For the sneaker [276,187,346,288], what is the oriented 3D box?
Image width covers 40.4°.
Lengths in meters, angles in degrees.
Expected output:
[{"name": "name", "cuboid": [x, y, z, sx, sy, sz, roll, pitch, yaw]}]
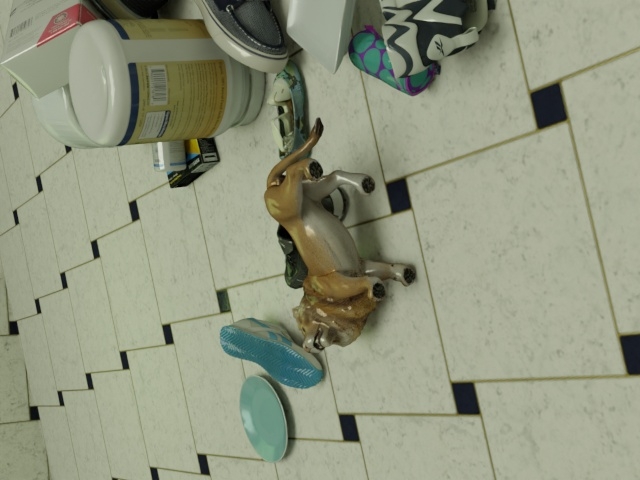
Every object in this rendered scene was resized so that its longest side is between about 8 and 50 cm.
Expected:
[{"name": "sneaker", "cuboid": [-0.041, 0.000, 1.552, 0.078, 0.106, 0.234, 55, 138, 32]}]

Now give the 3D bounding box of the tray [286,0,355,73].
[{"name": "tray", "cuboid": [0.001, -0.375, 1.408, 0.270, 0.030, 0.145, -125, 38, -57]}]

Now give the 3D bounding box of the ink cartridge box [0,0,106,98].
[{"name": "ink cartridge box", "cuboid": [-0.546, -0.467, 1.842, 0.207, 0.117, 0.283, -23, 49, 18]}]

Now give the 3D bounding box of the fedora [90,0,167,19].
[{"name": "fedora", "cuboid": [-0.401, -0.598, 1.827, 0.152, 0.334, 0.334, -25, 75, 20]}]

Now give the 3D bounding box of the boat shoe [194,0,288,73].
[{"name": "boat shoe", "cuboid": [-0.142, -0.456, 1.562, 0.340, 0.127, 0.158, 54, 133, 31]}]

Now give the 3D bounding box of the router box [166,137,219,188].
[{"name": "router box", "cuboid": [-0.293, -0.204, 1.910, 0.179, 0.046, 0.133, -26, 76, 54]}]

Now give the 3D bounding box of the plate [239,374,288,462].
[{"name": "plate", "cuboid": [-0.113, 0.371, 1.823, 0.188, 0.024, 0.188, 19, 114, 52]}]

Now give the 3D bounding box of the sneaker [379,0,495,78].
[{"name": "sneaker", "cuboid": [0.163, -0.323, 1.211, 0.235, 0.153, 0.094, -87, -20, -53]}]

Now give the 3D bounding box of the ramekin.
[{"name": "ramekin", "cuboid": [-0.504, -0.341, 1.988, 0.135, 0.277, 0.277, 14, 110, 44]}]

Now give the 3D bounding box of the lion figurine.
[{"name": "lion figurine", "cuboid": [0.000, 0.000, 1.416, 0.240, 0.142, 0.392, -4, 111, 50]}]

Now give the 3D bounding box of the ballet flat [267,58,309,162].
[{"name": "ballet flat", "cuboid": [-0.062, -0.231, 1.561, 0.070, 0.070, 0.189, -10, 90, 55]}]

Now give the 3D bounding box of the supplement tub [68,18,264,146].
[{"name": "supplement tub", "cuboid": [-0.287, -0.301, 1.640, 0.228, 0.316, 0.228, 18, 113, 52]}]

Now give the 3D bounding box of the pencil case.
[{"name": "pencil case", "cuboid": [0.106, -0.272, 1.310, 0.151, 0.064, 0.070, 37, 124, 45]}]

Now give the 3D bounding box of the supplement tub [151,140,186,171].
[{"name": "supplement tub", "cuboid": [-0.324, -0.202, 1.850, 0.071, 0.071, 0.107, 11, 106, 53]}]

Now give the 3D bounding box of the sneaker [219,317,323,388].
[{"name": "sneaker", "cuboid": [-0.083, 0.209, 1.692, 0.228, 0.092, 0.087, 24, 117, 28]}]
